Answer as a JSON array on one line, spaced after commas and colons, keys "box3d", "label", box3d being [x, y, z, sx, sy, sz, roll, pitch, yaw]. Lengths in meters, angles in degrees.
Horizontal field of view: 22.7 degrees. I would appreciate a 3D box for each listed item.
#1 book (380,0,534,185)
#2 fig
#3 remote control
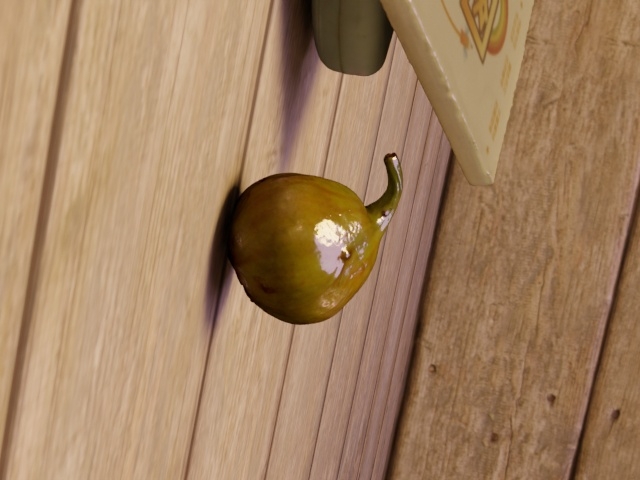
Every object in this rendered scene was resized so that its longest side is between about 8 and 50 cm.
[{"box3d": [0.066, -0.199, 0.887, 0.295, 0.020, 0.207, 58, 39, -48], "label": "book"}, {"box3d": [0.000, 0.000, 0.835, 0.082, 0.098, 0.084, -127, -156, -69], "label": "fig"}, {"box3d": [0.049, -0.245, 0.969, 0.140, 0.056, 0.296, 86, 16, -60], "label": "remote control"}]
